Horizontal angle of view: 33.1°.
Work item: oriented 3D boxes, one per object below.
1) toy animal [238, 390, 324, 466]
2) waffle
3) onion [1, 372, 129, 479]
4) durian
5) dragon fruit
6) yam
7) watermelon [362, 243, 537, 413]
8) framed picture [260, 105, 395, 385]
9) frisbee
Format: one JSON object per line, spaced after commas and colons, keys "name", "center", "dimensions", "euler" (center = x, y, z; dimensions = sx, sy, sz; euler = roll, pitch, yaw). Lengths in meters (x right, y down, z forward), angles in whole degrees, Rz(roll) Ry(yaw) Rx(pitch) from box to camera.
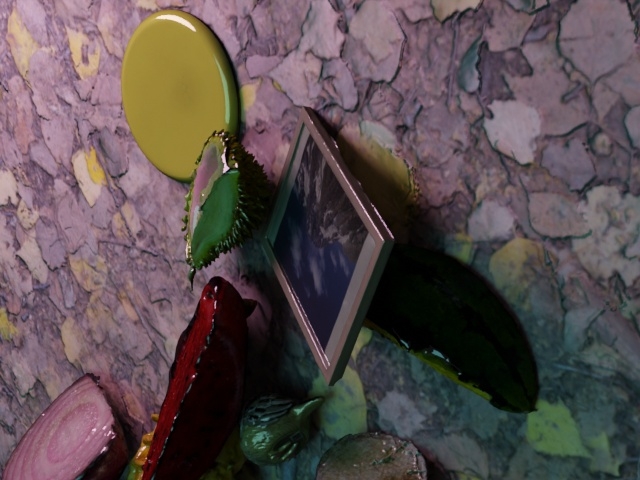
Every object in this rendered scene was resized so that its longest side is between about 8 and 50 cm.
{"name": "toy animal", "center": [-0.054, 0.228, 1.405], "dimensions": [0.098, 0.098, 0.137], "euler": [45, 108, 24]}
{"name": "waffle", "center": [-0.212, 0.358, 1.523], "dimensions": [0.229, 0.057, 0.219], "euler": [-7, 57, 45]}
{"name": "onion", "center": [-0.384, 0.352, 1.675], "dimensions": [0.247, 0.111, 0.250], "euler": [-47, 31, 2]}
{"name": "durian", "center": [-0.119, -0.047, 1.374], "dimensions": [0.137, 0.095, 0.220], "euler": [-96, 29, -42]}
{"name": "dragon fruit", "center": [-0.154, 0.188, 1.424], "dimensions": [0.282, 0.100, 0.343], "euler": [-102, 31, -65]}
{"name": "yam", "center": [0.063, 0.375, 1.300], "dimensions": [0.154, 0.154, 0.254], "euler": [12, 108, 40]}
{"name": "watermelon", "center": [0.117, 0.091, 1.214], "dimensions": [0.301, 0.123, 0.129], "euler": [32, 155, 31]}
{"name": "framed picture", "center": [0.000, 0.000, 1.245], "dimensions": [0.281, 0.019, 0.209], "euler": [-119, 40, -49]}
{"name": "frisbee", "center": [-0.194, -0.191, 1.449], "dimensions": [0.236, 0.017, 0.236], "euler": [14, 112, 39]}
